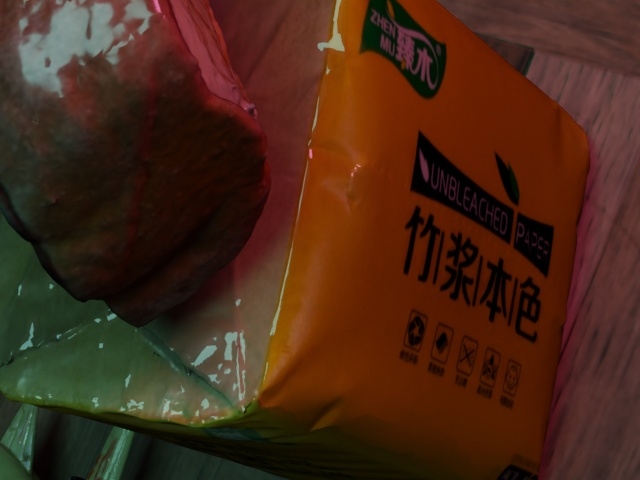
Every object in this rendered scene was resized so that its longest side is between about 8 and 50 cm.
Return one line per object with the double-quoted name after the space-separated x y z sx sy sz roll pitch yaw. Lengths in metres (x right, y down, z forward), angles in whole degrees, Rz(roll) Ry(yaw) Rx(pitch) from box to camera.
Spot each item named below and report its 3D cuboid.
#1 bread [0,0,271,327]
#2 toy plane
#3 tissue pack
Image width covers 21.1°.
-0.113 -0.104 0.852 0.123 0.190 0.244 -25 60 5 "bread"
-0.206 0.235 1.293 0.229 0.092 0.244 -42 59 9 "toy plane"
0.000 0.000 1.082 0.228 0.382 0.293 3 76 32 "tissue pack"
